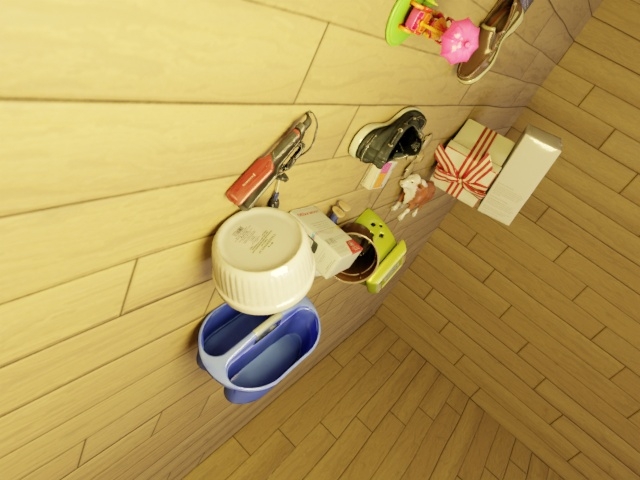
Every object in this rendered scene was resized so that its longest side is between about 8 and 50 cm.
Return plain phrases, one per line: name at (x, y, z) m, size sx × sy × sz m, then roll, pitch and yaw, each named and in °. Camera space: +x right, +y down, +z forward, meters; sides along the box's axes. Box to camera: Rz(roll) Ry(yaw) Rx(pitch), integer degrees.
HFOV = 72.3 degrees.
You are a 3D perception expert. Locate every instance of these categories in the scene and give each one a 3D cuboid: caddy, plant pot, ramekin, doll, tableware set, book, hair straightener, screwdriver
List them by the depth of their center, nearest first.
hair straightener at (-0.082, -0.149, 0.831) m, size 0.230 × 0.047 × 0.089 m, roll -53°, pitch 163°, yaw -5°
ramekin at (-0.113, 0.030, 0.852) m, size 0.207 × 0.207 × 0.109 m, roll -40°, pitch 151°, yaw -28°
screwdriver at (-0.087, -0.110, 0.912) m, size 0.024 × 0.025 × 0.169 m, roll -33°, pitch 157°, yaw -42°
caddy at (-0.157, 0.250, 1.129) m, size 0.341 × 0.241 × 0.179 m, roll -34°, pitch 163°, yaw -42°
doll at (0.020, -0.031, 1.291) m, size 0.129 × 0.046 × 0.189 m, roll -45°, pitch 171°, yaw -45°
book at (0.187, -0.208, 1.358) m, size 0.144 × 0.035 × 0.096 m, roll -15°, pitch 139°, yaw -61°
plant pot at (0.103, 0.028, 1.393) m, size 0.167 × 0.167 × 0.165 m, roll -57°, pitch -176°, yaw 21°
tableware set at (0.344, -0.301, 1.566) m, size 0.141 × 0.020 × 0.168 m, roll -43°, pitch 160°, yaw -26°
plant pot at (0.182, 0.055, 1.595) m, size 0.228 × 0.207 × 0.227 m, roll -48°, pitch 162°, yaw -9°

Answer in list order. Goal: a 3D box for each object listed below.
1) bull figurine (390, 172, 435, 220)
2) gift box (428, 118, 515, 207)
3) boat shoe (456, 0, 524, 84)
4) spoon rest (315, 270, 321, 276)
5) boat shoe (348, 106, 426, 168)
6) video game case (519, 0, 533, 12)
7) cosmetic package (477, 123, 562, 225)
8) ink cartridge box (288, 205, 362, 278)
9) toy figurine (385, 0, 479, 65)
bull figurine at (0.374, -0.179, 1.757) m, size 0.188 × 0.101 × 0.310 m, roll -51°, pitch 159°, yaw 25°
gift box at (0.612, -0.328, 1.805) m, size 0.258 × 0.255 × 0.276 m, roll -50°, pitch 161°, yaw -29°
boat shoe at (0.460, -0.564, 1.220) m, size 0.257 × 0.095 × 0.095 m, roll -57°, pitch 148°, yaw 3°
spoon rest at (-0.043, 0.063, 1.238) m, size 0.084 × 0.137 × 0.276 m, roll -58°, pitch 180°, yaw -18°
boat shoe at (0.214, -0.267, 1.167) m, size 0.340 × 0.113 × 0.127 m, roll -28°, pitch 152°, yaw -49°
video game case at (0.667, -0.818, 1.282) m, size 0.274 × 0.026 × 0.196 m, roll -55°, pitch 162°, yaw 19°
cosmetic package at (0.821, -0.270, 1.816) m, size 0.197 × 0.155 × 0.365 m, roll -44°, pitch 159°, yaw -54°
ink cartridge box at (0.000, 0.000, 1.097) m, size 0.127 × 0.175 × 0.072 m, roll -19°, pitch 147°, yaw -58°
toy figurine at (0.240, -0.409, 0.865) m, size 0.173 × 0.159 × 0.130 m, roll -26°, pitch 151°, yaw -53°
